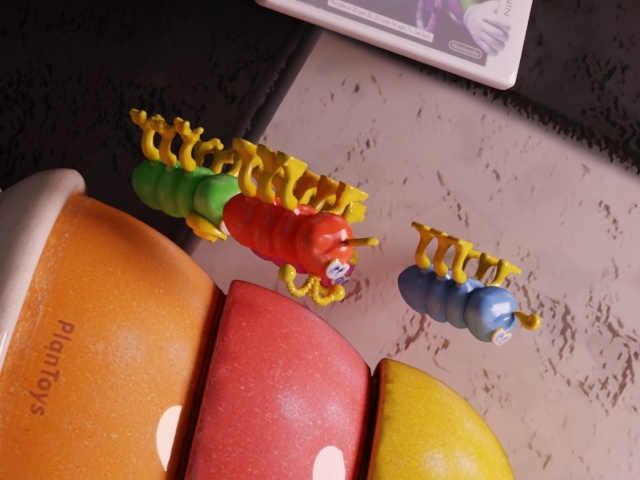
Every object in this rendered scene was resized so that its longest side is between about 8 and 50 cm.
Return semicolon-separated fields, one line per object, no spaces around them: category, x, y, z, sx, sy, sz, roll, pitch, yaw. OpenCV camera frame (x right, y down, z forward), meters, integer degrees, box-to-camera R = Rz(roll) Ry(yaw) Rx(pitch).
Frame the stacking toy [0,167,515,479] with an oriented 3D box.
stacking toy;-0.005;0.176;1.189;0.480;0.350;0.350;15;80;0

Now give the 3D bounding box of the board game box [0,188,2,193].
board game box;-0.410;-0.014;1.419;0.347;0.056;0.208;-33;60;4

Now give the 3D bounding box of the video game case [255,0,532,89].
video game case;0.063;-0.210;1.317;0.190;0.022;0.173;17;79;-22

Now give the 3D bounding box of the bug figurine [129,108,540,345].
bug figurine;0.000;0.000;1.226;0.216;0.279;0.072;22;89;38
